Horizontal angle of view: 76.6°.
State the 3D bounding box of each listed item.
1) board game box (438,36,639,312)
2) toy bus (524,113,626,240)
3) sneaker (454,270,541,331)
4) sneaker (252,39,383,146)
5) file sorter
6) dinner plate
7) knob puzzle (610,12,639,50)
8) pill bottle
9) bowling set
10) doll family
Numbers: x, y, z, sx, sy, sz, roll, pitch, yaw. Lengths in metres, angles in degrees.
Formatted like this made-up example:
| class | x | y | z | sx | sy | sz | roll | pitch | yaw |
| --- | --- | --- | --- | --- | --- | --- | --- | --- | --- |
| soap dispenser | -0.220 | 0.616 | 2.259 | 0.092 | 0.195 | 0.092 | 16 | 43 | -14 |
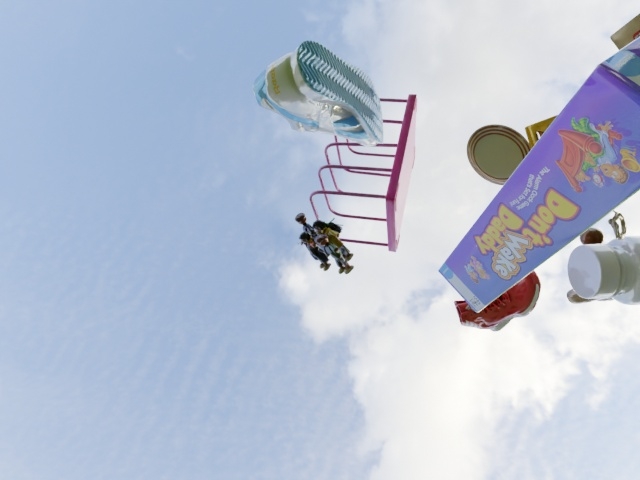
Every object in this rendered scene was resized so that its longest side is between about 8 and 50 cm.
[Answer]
| class | x | y | z | sx | sy | sz | roll | pitch | yaw |
| --- | --- | --- | --- | --- | --- | --- | --- | --- | --- |
| board game box | 0.283 | -0.068 | 0.432 | 0.233 | 0.347 | 0.078 | -33 | -111 | -17 |
| toy bus | 0.417 | -0.121 | 0.677 | 0.191 | 0.104 | 0.202 | 32 | -113 | -26 |
| sneaker | 0.389 | 0.144 | 0.922 | 0.128 | 0.087 | 0.221 | 1 | -44 | -13 |
| sneaker | 0.012 | -0.182 | 0.544 | 0.092 | 0.229 | 0.087 | -10 | -103 | 35 |
| file sorter | 0.107 | -0.157 | 0.924 | 0.182 | 0.202 | 0.290 | 8 | -119 | 16 |
| dinner plate | 0.370 | -0.176 | 0.840 | 0.141 | 0.017 | 0.141 | 1 | -108 | -2 |
| knob puzzle | 0.596 | -0.308 | 0.630 | 0.030 | 0.213 | 0.213 | -27 | -86 | -28 |
| pill bottle | 0.606 | 0.055 | 0.759 | 0.229 | 0.131 | 0.131 | -2 | -87 | 0 |
| bowling set | 0.708 | 0.047 | 0.963 | 0.287 | 0.154 | 0.199 | 0 | -108 | -31 |
| doll family | 0.000 | 0.000 | 0.819 | 0.111 | 0.193 | 0.076 | 49 | -113 | -21 |
